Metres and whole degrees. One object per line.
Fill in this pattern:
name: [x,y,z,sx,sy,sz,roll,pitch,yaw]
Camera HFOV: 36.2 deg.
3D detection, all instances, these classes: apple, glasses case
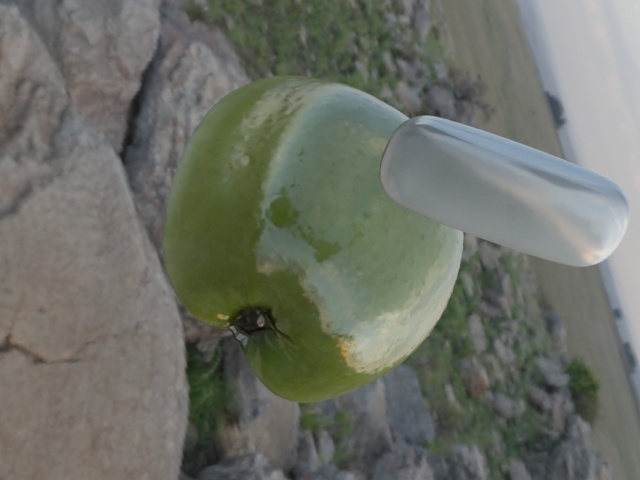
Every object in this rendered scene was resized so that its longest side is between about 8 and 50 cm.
apple: [0.000,0.000,1.142,0.360,0.320,0.312,-58,162,-44]
glasses case: [0.142,-0.037,0.758,0.049,0.197,0.076,-75,-176,-61]
